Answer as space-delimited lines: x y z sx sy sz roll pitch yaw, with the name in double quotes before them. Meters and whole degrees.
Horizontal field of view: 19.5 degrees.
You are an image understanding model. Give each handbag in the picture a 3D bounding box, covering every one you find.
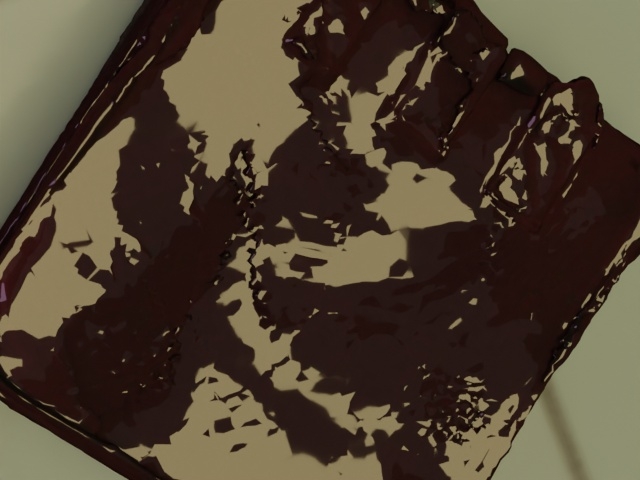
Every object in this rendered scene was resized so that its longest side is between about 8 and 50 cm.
"handbag" -0.001 0.000 0.672 0.203 0.074 0.216 32 89 -21
